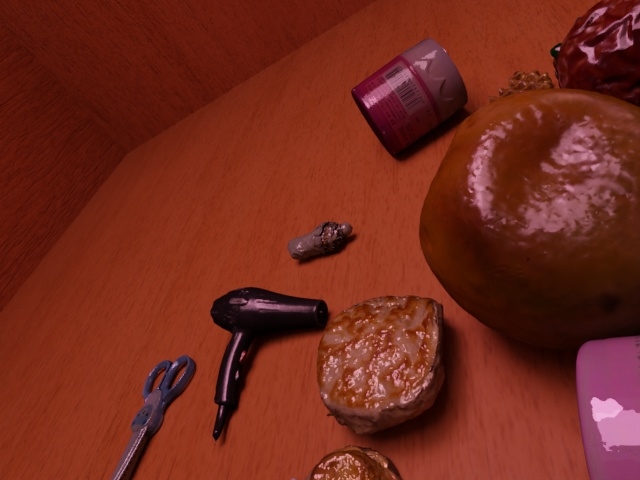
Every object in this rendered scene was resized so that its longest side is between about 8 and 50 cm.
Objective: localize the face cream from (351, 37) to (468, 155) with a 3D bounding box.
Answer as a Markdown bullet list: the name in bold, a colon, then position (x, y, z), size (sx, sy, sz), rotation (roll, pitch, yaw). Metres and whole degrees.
- **face cream**: position (0.190, -0.307, 0.990), size (0.195, 0.175, 0.175), rotation (-32, 32, 9)

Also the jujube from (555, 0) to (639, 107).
- **jujube**: position (0.453, -0.242, 0.612), size (0.232, 0.213, 0.213), rotation (-22, 35, 39)

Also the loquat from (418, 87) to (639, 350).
- **loquat**: position (0.256, -0.020, 0.502), size (0.283, 0.276, 0.276), rotation (18, 60, 32)

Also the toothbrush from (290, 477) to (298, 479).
- **toothbrush**: position (0.022, 0.356, 0.475), size (0.025, 0.019, 0.275), rotation (-36, 32, -6)

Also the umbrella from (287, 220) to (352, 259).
- **umbrella**: position (0.000, 0.000, 0.914), size (0.143, 0.062, 0.067), rotation (-24, 4, 24)

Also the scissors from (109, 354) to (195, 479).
- **scissors**: position (-0.316, 0.327, 0.840), size (0.125, 0.030, 0.256), rotation (-20, 34, 30)

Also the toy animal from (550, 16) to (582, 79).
- **toy animal**: position (0.479, -0.325, 0.816), size (0.138, 0.108, 0.236), rotation (26, 35, 12)

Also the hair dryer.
- **hair dryer**: position (-0.113, 0.206, 0.776), size (0.235, 0.091, 0.272), rotation (-3, 58, 29)

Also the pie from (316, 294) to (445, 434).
- **pie**: position (0.084, 0.154, 0.606), size (0.178, 0.084, 0.205), rotation (-18, 36, 28)

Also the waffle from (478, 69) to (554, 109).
- **waffle**: position (0.360, -0.260, 0.884), size (0.160, 0.046, 0.192), rotation (-8, 42, 38)

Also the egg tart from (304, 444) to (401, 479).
- **egg tart**: position (0.029, 0.285, 0.517), size (0.128, 0.049, 0.129), rotation (-17, 32, 11)

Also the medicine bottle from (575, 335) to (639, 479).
- **medicine bottle**: position (0.337, 0.138, 0.284), size (0.290, 0.178, 0.178), rotation (-15, 39, 32)
